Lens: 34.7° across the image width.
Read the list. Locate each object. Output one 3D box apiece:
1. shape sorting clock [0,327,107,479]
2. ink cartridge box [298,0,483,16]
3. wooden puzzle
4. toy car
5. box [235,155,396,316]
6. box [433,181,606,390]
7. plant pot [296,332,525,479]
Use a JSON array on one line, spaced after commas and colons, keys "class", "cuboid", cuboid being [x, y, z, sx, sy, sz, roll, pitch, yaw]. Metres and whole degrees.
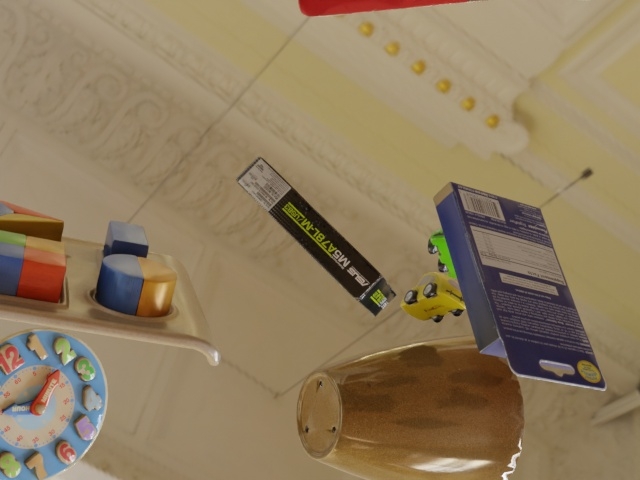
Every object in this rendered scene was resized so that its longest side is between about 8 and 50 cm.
[{"class": "shape sorting clock", "cuboid": [-0.366, 0.214, 1.316, 0.206, 0.040, 0.206, -3, -84, -37]}, {"class": "ink cartridge box", "cuboid": [0.089, -0.284, 0.617, 0.130, 0.309, 0.272, -25, -68, -64]}, {"class": "wooden puzzle", "cuboid": [-0.299, 0.029, 1.261, 0.347, 0.081, 0.322, 16, -168, -19]}, {"class": "toy car", "cuboid": [0.198, 0.040, 1.316, 0.225, 0.239, 0.053, 58, -137, -49]}, {"class": "box", "cuboid": [0.000, 0.000, 1.152, 0.190, 0.045, 0.184, 45, 178, 12]}, {"class": "box", "cuboid": [0.198, 0.051, 1.029, 0.136, 0.036, 0.225, 14, -133, -33]}, {"class": "plant pot", "cuboid": [0.103, 0.238, 1.398, 0.254, 0.237, 0.237, 7, -123, -30]}]
